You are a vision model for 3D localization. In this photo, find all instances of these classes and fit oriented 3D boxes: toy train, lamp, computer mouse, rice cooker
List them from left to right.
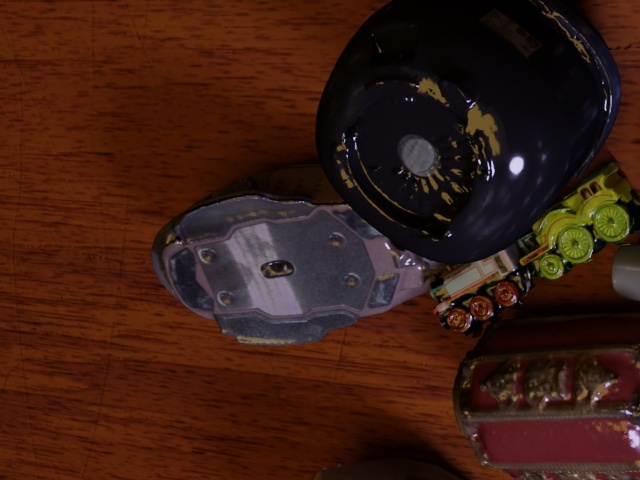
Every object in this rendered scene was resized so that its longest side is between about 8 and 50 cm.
[{"bbox_3d":[0.000,-0.004,1.887,0.389,0.115,0.199,-7,126,20],"label":"computer mouse"},{"bbox_3d":[0.133,-0.121,1.640,0.267,0.224,0.267,16,123,26],"label":"rice cooker"},{"bbox_3d":[0.209,0.015,1.756,0.250,0.053,0.085,-35,85,31],"label":"toy train"},{"bbox_3d":[0.265,0.159,1.766,0.274,0.177,0.177,-5,114,39],"label":"lamp"}]

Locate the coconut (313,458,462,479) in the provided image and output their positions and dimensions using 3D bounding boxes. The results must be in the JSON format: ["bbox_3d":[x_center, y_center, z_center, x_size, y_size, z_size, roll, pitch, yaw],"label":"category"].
[{"bbox_3d":[0.076,0.361,1.977,0.245,0.245,0.247,25,128,20],"label":"coconut"}]

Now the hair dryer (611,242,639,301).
[{"bbox_3d":[0.347,0.071,1.608,0.296,0.298,0.119,29,142,60],"label":"hair dryer"}]
